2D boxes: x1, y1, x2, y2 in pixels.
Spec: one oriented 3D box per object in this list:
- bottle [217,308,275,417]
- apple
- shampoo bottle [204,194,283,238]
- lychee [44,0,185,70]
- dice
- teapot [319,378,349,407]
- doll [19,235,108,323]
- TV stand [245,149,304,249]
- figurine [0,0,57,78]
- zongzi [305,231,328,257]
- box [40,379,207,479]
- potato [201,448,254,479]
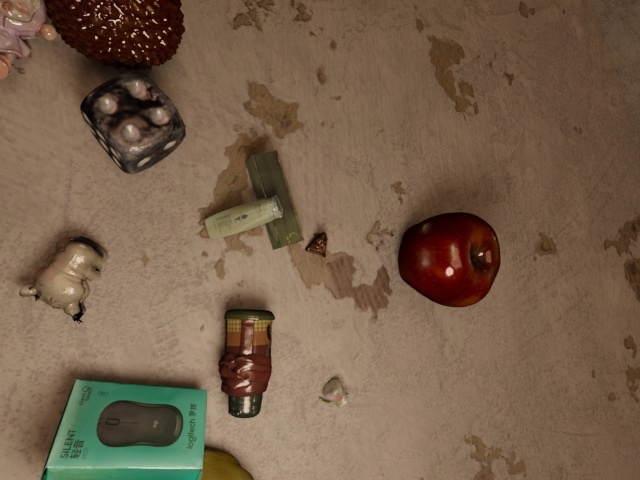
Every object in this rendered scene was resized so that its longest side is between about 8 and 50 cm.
[{"bbox_3d":[-0.195,0.320,1.087,0.156,0.143,0.271,20,69,-59],"label":"bottle"},{"bbox_3d":[0.386,0.053,1.256,0.288,0.317,0.288,2,85,-20],"label":"apple"},{"bbox_3d":[-0.208,-0.063,1.123,0.212,0.049,0.072,-19,86,9],"label":"shampoo bottle"},{"bbox_3d":[-0.492,-0.567,0.986,0.330,0.306,0.306,27,74,-26],"label":"lychee"},{"bbox_3d":[-0.464,-0.290,1.033,0.183,0.181,0.182,-41,97,-20],"label":"dice"},{"bbox_3d":[0.041,0.453,1.207,0.083,0.064,0.064,-37,107,11],"label":"teapot"},{"bbox_3d":[-0.595,0.083,0.979,0.149,0.095,0.192,26,72,-19],"label":"doll"},{"bbox_3d":[-0.131,-0.113,1.191,0.082,0.088,0.270,-17,92,-24],"label":"TV stand"},{"bbox_3d":[-0.745,-0.511,0.980,0.200,0.133,0.276,17,82,-31],"label":"figurine"},{"bbox_3d":[0.000,0.000,1.239,0.067,0.073,0.083,21,74,1],"label":"zongzi"},{"bbox_3d":[-0.422,0.441,0.932,0.311,0.205,0.118,13,121,-19],"label":"box"},{"bbox_3d":[-0.231,0.678,0.997,0.218,0.202,0.351,-31,82,-11],"label":"potato"}]
